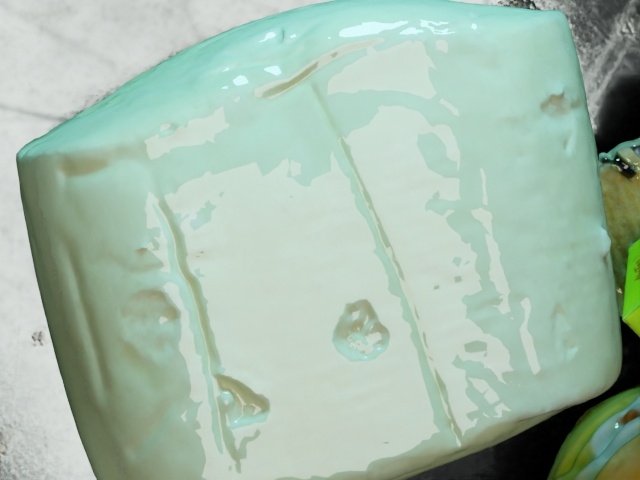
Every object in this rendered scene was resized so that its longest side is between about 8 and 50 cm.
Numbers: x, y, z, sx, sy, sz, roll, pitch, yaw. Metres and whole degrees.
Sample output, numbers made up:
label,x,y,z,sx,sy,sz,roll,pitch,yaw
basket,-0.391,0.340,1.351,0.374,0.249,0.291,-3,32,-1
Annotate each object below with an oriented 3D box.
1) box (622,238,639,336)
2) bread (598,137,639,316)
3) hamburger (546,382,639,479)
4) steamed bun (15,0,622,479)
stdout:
label,x,y,z,sx,sy,sz,roll,pitch,yaw
box,0.390,0.139,1.066,0.335,0.187,0.047,45,114,-2
bread,0.395,-0.008,1.142,0.315,0.054,0.316,6,110,17
hamburger,0.347,0.279,1.144,0.276,0.237,0.277,-1,96,-7
steamed bun,0.000,0.000,1.031,0.455,0.290,0.371,-13,94,-7
